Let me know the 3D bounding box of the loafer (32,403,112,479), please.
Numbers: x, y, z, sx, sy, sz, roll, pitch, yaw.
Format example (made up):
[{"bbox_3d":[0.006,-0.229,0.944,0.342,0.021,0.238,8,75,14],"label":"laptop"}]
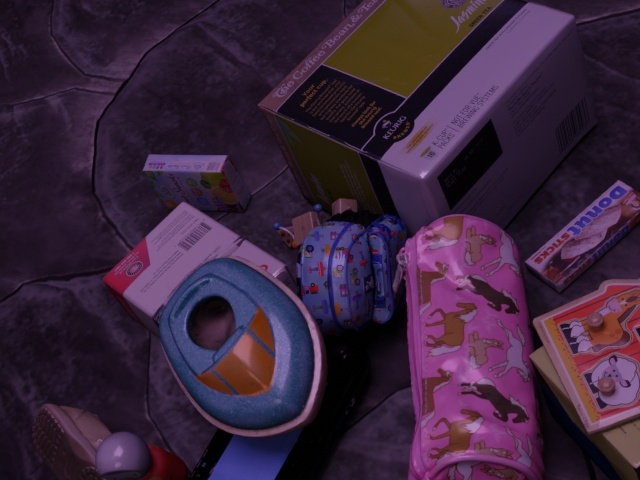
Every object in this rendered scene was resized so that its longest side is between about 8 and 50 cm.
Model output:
[{"bbox_3d":[-0.277,0.306,1.682,0.092,0.102,0.268,-7,44,-43],"label":"loafer"}]

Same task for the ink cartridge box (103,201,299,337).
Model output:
[{"bbox_3d":[-0.164,0.072,1.833,0.172,0.100,0.237,-45,48,-16],"label":"ink cartridge box"}]

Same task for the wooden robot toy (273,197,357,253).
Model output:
[{"bbox_3d":[0.000,0.000,1.844,0.173,0.076,0.079,-22,66,46],"label":"wooden robot toy"}]

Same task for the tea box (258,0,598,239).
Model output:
[{"bbox_3d":[0.155,-0.180,1.828,0.323,0.220,0.329,29,67,38],"label":"tea box"}]

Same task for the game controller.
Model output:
[{"bbox_3d":[-0.061,0.252,1.658,0.166,0.067,0.319,12,57,32],"label":"game controller"}]

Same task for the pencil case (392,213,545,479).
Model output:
[{"bbox_3d":[0.179,0.155,1.572,0.167,0.160,0.386,-12,49,13],"label":"pencil case"}]

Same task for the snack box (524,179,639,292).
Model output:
[{"bbox_3d":[0.359,-0.006,1.725,0.178,0.022,0.064,-40,46,-12],"label":"snack box"}]

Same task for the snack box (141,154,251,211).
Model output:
[{"bbox_3d":[-0.189,-0.088,1.982,0.141,0.100,0.037,3,54,25],"label":"snack box"}]

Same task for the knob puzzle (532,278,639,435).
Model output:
[{"bbox_3d":[0.353,0.109,1.434,0.213,0.030,0.213,-13,47,14],"label":"knob puzzle"}]

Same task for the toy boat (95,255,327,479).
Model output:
[{"bbox_3d":[-0.142,0.181,1.597,0.267,0.148,0.318,39,92,34],"label":"toy boat"}]

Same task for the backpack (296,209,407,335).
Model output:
[{"bbox_3d":[0.038,0.047,1.692,0.117,0.158,0.173,1,12,22],"label":"backpack"}]

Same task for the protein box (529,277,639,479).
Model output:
[{"bbox_3d":[0.389,0.172,1.480,0.201,0.136,0.200,-35,46,-6],"label":"protein box"}]
